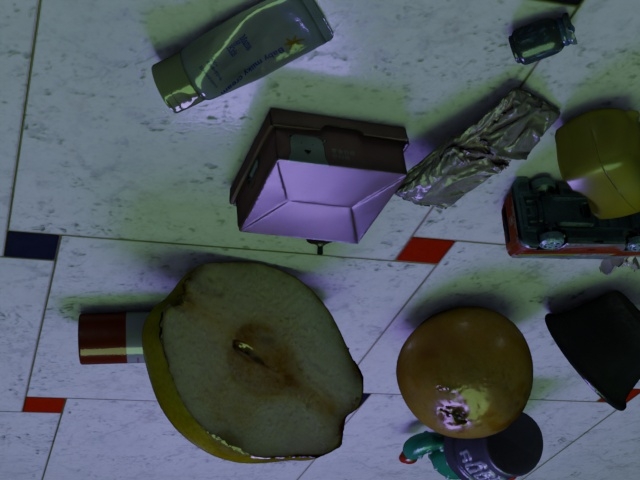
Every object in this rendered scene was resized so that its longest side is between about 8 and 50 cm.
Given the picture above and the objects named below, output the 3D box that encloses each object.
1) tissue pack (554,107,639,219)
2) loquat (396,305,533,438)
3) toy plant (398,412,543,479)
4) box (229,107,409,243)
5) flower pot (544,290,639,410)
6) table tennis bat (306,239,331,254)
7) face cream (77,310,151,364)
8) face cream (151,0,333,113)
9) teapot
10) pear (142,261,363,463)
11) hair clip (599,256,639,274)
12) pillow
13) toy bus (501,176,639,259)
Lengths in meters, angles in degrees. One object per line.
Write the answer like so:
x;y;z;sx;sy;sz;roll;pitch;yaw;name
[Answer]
0.434;-0.115;1.620;0.127;0.123;0.178;-20;146;29;tissue pack
0.278;0.250;2.115;0.263;0.263;0.263;-5;150;-3;loquat
0.356;0.490;2.583;0.280;0.185;0.400;-6;168;-19;toy plant
-0.003;-0.089;1.621;0.215;0.086;0.215;5;147;-21;box
0.560;0.192;2.109;0.148;0.235;0.235;-43;137;17;flower pot
0.000;0.000;1.849;0.050;0.007;0.083;-4;148;-4;table tennis bat
-0.329;0.176;2.000;0.214;0.095;0.096;-1;149;-7;face cream
-0.100;-0.239;1.385;0.224;0.070;0.114;-23;147;11;face cream
0.291;-0.257;1.426;0.083;0.049;0.063;-17;148;17;teapot
-0.135;0.227;1.896;0.386;0.340;0.191;41;144;-11;pear
0.563;-0.007;1.917;0.072;0.034;0.226;-3;148;-12;hair clip
0.232;-0.123;1.607;0.248;0.049;0.135;-37;149;29;pillow
0.426;-0.028;1.783;0.265;0.121;0.120;0;157;-13;toy bus
